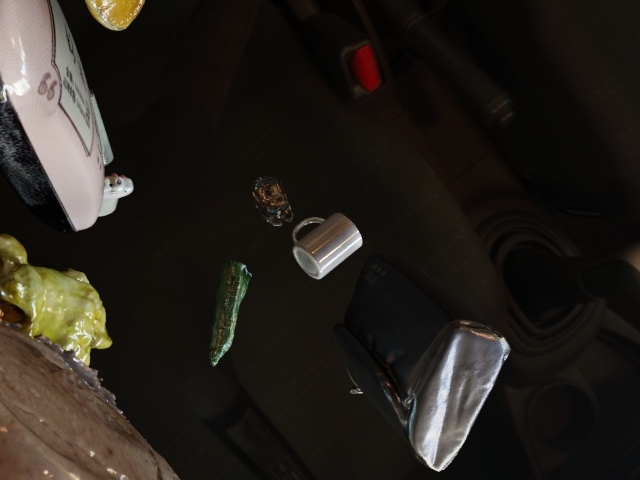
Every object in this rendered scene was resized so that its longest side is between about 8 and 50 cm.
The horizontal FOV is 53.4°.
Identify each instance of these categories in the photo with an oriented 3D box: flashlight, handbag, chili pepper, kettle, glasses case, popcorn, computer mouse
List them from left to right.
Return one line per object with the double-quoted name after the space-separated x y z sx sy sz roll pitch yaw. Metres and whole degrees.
-0.349 0.086 0.730 0.169 0.195 0.173 -8 58 17 "popcorn"
-0.205 -0.094 0.464 0.075 0.314 0.122 -14 77 -16 "glasses case"
-0.478 -0.217 1.265 0.098 0.126 0.148 -7 125 -7 "kettle"
-0.442 -0.093 1.304 0.093 0.200 0.047 -11 84 -26 "flashlight"
-0.196 0.151 1.308 0.059 0.088 0.226 0 55 15 "chili pepper"
-0.116 -0.091 1.493 0.079 0.047 0.135 -28 80 -23 "computer mouse"
0.125 0.193 1.042 0.178 0.302 0.274 19 102 -28 "handbag"

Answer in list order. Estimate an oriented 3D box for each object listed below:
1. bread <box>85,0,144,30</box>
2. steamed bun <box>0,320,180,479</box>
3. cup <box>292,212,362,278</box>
-0.224 -0.288 0.698 0.025 0.110 0.110 16 90 10 "bread"
-0.221 0.217 0.450 0.251 0.199 0.301 -50 141 -17 "steamed bun"
0.006 0.009 1.454 0.133 0.136 0.099 -39 118 -22 "cup"
